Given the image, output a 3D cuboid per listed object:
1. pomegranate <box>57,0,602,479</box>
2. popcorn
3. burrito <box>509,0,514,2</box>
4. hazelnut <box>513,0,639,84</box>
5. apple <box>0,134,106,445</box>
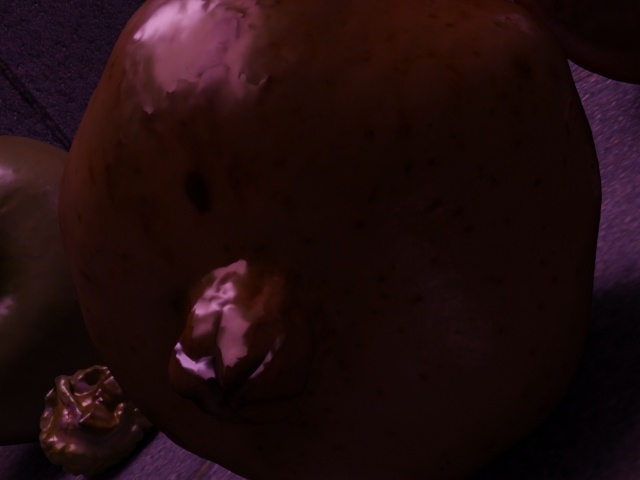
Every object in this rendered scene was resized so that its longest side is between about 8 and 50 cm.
[{"bbox_3d":[0.000,0.000,0.674,0.410,0.410,0.410,-36,13,10],"label":"pomegranate"},{"bbox_3d":[-0.274,0.221,1.254,0.145,0.126,0.125,-23,39,-1],"label":"popcorn"},{"bbox_3d":[0.348,-0.356,1.539,0.229,0.089,0.144,-41,57,-11],"label":"burrito"},{"bbox_3d":[0.345,-0.309,0.970,0.372,0.315,0.372,-29,-18,-10],"label":"hazelnut"},{"bbox_3d":[-0.456,0.074,1.517,0.474,0.473,0.473,-36,13,10],"label":"apple"}]
